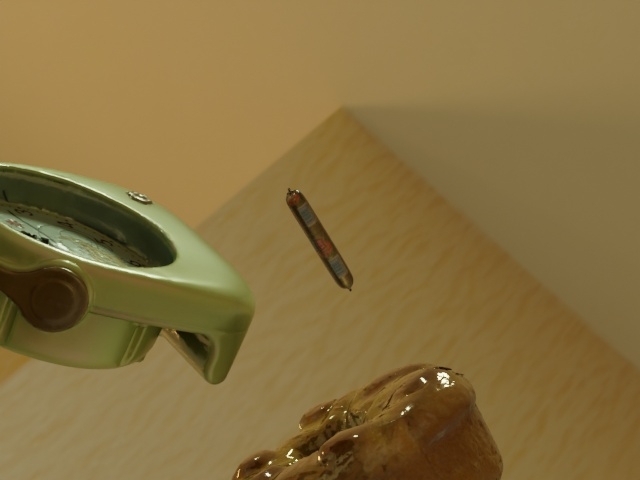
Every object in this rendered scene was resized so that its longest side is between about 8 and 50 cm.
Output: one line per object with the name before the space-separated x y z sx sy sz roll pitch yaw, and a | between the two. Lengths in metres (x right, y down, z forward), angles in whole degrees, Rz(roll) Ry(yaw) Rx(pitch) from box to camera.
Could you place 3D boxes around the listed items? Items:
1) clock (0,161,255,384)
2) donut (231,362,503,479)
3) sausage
clock | -0.262 0.025 1.629 0.286 0.348 0.117 40 -67 47
donut | 0.040 0.254 1.758 0.150 0.299 0.317 60 -14 -4
sausage | 0.000 0.000 1.191 0.015 0.015 0.100 -2 -48 40
